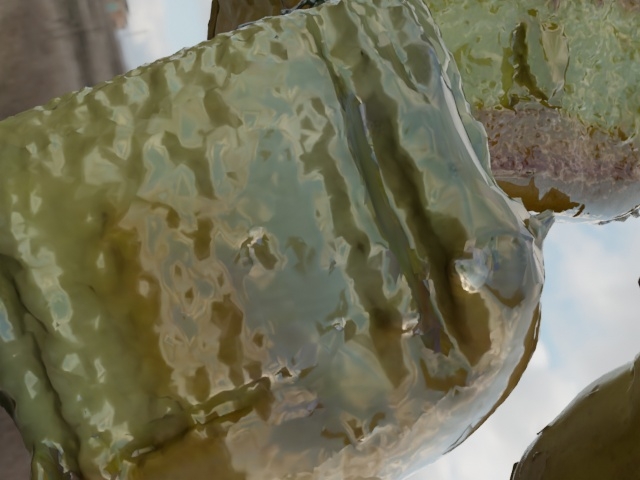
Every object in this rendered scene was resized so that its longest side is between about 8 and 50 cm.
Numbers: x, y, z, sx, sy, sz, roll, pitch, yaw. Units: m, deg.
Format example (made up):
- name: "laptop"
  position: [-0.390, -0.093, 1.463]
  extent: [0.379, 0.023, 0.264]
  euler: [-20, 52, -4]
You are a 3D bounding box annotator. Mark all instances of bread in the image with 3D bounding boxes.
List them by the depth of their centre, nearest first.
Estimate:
- name: "bread"
  position: [0.009, -0.003, 0.431]
  extent: [0.133, 0.252, 0.174]
  euler: [-15, -82, 39]
- name: "bread"
  position: [0.075, -0.087, 0.700]
  extent: [0.119, 0.288, 0.152]
  euler: [18, -77, 54]

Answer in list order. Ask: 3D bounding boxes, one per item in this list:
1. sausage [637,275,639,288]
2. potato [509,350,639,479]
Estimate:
- name: "sausage"
  position: [0.274, 0.014, 0.836]
  extent: [0.131, 0.039, 0.041]
  euler: [-29, -120, 37]
- name: "potato"
  position: [0.221, 0.143, 0.733]
  extent: [0.173, 0.140, 0.300]
  euler: [48, -43, 5]
